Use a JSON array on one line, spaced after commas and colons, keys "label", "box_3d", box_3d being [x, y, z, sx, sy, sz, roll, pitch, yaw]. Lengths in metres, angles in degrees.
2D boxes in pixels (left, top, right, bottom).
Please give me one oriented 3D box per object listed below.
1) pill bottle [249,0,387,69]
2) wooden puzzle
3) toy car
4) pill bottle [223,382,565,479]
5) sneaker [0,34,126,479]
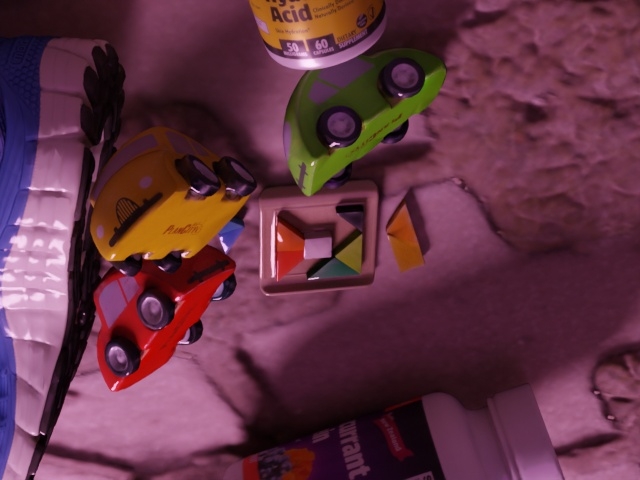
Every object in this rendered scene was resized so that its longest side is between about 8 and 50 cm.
[{"label": "pill bottle", "box_3d": [-0.011, -0.146, 0.875, 0.065, 0.065, 0.116, -18, 128, 3]}, {"label": "wooden puzzle", "box_3d": [0.000, 0.000, 1.022, 0.116, 0.014, 0.078, -10, 128, -3]}, {"label": "toy car", "box_3d": [-0.033, -0.035, 0.925, 0.225, 0.053, 0.239, -38, 166, -18]}, {"label": "pill bottle", "box_3d": [0.048, 0.154, 1.090, 0.193, 0.108, 0.108, -20, 128, 4]}, {"label": "sneaker", "box_3d": [-0.195, 0.024, 0.952, 0.147, 0.130, 0.330, 14, 125, 0]}]
